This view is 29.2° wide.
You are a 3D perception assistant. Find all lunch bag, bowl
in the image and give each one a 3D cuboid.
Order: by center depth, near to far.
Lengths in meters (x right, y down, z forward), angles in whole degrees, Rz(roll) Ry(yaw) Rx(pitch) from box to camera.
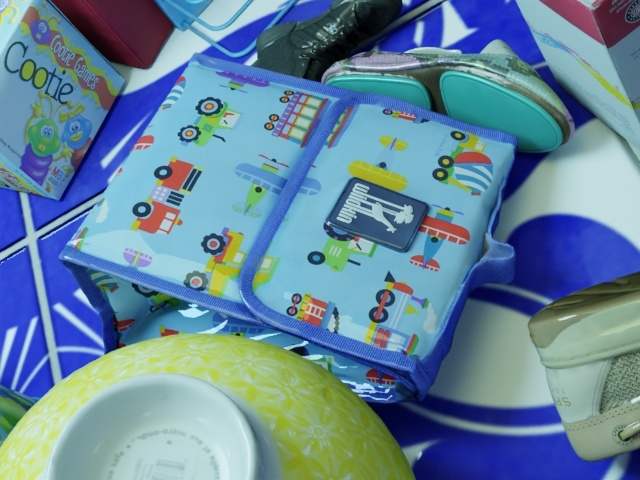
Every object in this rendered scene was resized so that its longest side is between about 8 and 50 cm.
[{"bbox_3d":[-0.082,0.162,0.704,0.289,0.156,0.290,-3,57,5],"label":"bowl"},{"bbox_3d":[0.000,0.000,0.904,0.293,0.138,0.221,11,52,21],"label":"lunch bag"}]

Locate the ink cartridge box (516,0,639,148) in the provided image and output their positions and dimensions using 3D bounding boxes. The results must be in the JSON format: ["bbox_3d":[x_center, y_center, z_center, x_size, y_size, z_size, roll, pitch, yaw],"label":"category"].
[{"bbox_3d":[0.222,-0.171,0.855,0.128,0.176,0.127,-40,47,0],"label":"ink cartridge box"}]

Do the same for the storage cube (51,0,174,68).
[{"bbox_3d":[-0.236,-0.302,1.182,0.183,0.193,0.215,15,70,35],"label":"storage cube"}]

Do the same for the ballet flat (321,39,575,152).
[{"bbox_3d":[0.105,-0.123,0.964,0.221,0.077,0.079,11,47,34],"label":"ballet flat"}]

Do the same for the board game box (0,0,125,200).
[{"bbox_3d":[-0.354,-0.151,1.182,0.275,0.144,0.142,11,67,35],"label":"board game box"}]

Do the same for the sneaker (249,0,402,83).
[{"bbox_3d":[-0.004,-0.152,1.052,0.170,0.051,0.089,-18,53,24],"label":"sneaker"}]

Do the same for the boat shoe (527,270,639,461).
[{"bbox_3d":[0.301,0.046,0.727,0.341,0.121,0.110,-18,90,22],"label":"boat shoe"}]

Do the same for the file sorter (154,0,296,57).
[{"bbox_3d":[-0.102,-0.265,1.100,0.118,0.170,0.104,-49,53,-7],"label":"file sorter"}]

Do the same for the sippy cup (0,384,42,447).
[{"bbox_3d":[-0.285,0.187,0.876,0.305,0.224,0.240,20,72,36],"label":"sippy cup"}]
